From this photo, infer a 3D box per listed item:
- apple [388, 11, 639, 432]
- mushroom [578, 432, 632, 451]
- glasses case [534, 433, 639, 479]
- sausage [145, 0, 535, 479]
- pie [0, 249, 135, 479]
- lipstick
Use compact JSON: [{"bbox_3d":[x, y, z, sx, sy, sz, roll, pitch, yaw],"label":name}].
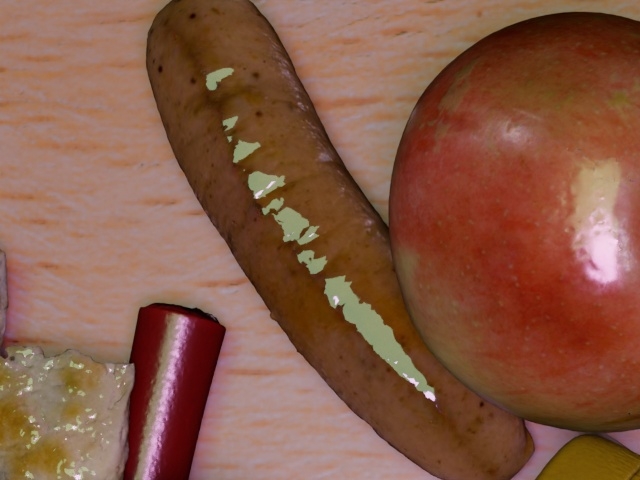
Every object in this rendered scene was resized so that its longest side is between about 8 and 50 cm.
[{"bbox_3d":[0.211,-0.015,1.309,0.277,0.319,0.319,-4,75,46],"label":"apple"},{"bbox_3d":[0.264,0.251,1.402,0.068,0.043,0.306,-8,74,-17],"label":"mushroom"},{"bbox_3d":[0.157,0.314,1.259,0.141,0.173,0.371,28,71,21],"label":"glasses case"},{"bbox_3d":[-0.002,0.002,1.457,0.136,0.123,0.501,-26,73,-24],"label":"sausage"},{"bbox_3d":[-0.310,0.169,1.474,0.337,0.075,0.337,-6,76,24],"label":"pie"},{"bbox_3d":[-0.141,0.174,1.466,0.080,0.080,0.241,11,80,12],"label":"lipstick"}]
